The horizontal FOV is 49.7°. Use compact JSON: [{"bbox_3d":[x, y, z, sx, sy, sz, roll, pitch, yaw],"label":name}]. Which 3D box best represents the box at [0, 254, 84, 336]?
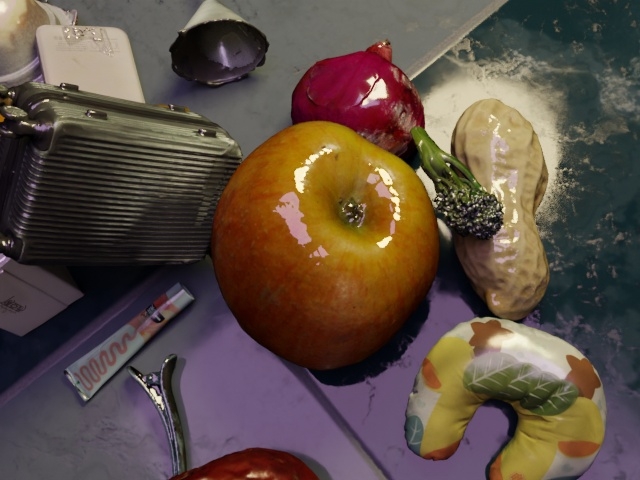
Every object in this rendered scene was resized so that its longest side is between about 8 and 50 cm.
[{"bbox_3d":[-0.473,-0.023,0.951,0.116,0.203,0.274,-35,72,-6],"label":"box"}]

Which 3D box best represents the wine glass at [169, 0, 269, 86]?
[{"bbox_3d":[-0.171,-0.376,1.063,0.156,0.156,0.232,-13,68,2],"label":"wine glass"}]

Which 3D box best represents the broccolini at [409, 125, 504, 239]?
[{"bbox_3d":[0.163,-0.071,0.874,0.091,0.068,0.203,-4,36,-16],"label":"broccolini"}]

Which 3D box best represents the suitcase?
[{"bbox_3d":[-0.257,-0.071,0.843,0.128,0.312,0.202,40,115,38],"label":"suitcase"}]

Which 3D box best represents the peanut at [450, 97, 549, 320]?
[{"bbox_3d":[0.242,-0.042,0.919,0.136,0.120,0.299,5,75,-16],"label":"peanut"}]

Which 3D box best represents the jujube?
[{"bbox_3d":[-0.110,0.333,0.824,0.236,0.168,0.168,-6,72,10],"label":"jujube"}]

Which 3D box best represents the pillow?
[{"bbox_3d":[0.232,0.208,0.859,0.233,0.086,0.214,26,96,11],"label":"pillow"}]

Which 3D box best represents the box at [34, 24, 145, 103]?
[{"bbox_3d":[-0.336,-0.204,1.046,0.142,0.044,0.285,-7,70,-31],"label":"box"}]

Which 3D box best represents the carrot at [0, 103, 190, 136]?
[{"bbox_3d":[-0.310,-0.134,0.931,0.301,0.114,0.114,-7,67,-34],"label":"carrot"}]

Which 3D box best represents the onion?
[{"bbox_3d":[0.064,-0.214,0.992,0.195,0.140,0.218,15,71,18],"label":"onion"}]

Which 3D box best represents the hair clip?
[{"bbox_3d":[-0.202,0.269,0.914,0.070,0.039,0.230,-16,73,0],"label":"hair clip"}]

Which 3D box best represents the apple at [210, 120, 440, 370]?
[{"bbox_3d":[0.000,0.000,0.852,0.301,0.301,0.302,-2,72,6],"label":"apple"}]

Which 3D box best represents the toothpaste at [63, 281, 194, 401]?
[{"bbox_3d":[-0.266,0.137,0.967,0.205,0.036,0.056,-41,74,-3],"label":"toothpaste"}]

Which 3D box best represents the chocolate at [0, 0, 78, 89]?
[{"bbox_3d":[-0.501,-0.336,1.084,0.221,0.147,0.222,-1,70,3],"label":"chocolate"}]
